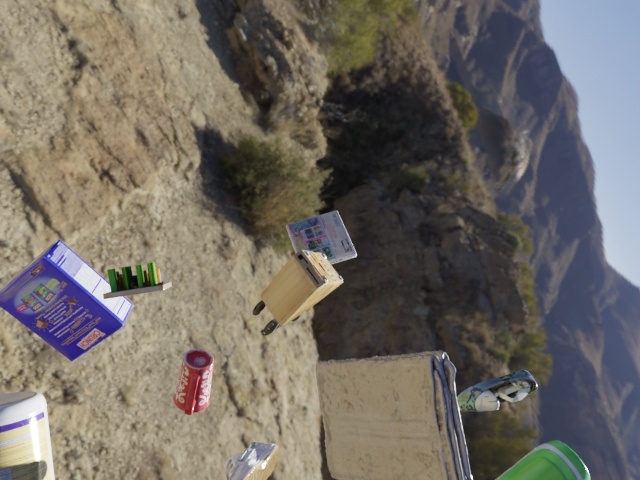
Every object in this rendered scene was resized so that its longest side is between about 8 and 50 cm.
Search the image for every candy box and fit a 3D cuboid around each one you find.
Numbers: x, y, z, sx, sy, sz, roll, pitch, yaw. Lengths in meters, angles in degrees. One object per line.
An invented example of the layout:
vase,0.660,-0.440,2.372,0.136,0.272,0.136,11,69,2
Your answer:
candy box,-0.795,0.194,1.906,0.317,0.268,0.122,48,24,-21

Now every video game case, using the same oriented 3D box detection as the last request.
video game case,0.000,0.000,1.570,0.019,0.143,0.157,82,-11,-51

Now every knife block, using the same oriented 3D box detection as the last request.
knife block,-0.076,0.130,1.362,0.088,0.242,0.276,53,8,10

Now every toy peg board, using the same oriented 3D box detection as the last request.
toy peg board,-0.511,0.107,1.707,0.160,0.161,0.079,177,-95,-84

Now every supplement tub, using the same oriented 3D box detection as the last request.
supplement tub,-0.720,0.523,1.350,0.241,0.241,0.331,-1,83,-72

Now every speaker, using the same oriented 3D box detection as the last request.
speaker,0.416,0.549,1.277,0.131,0.296,0.131,53,-16,22

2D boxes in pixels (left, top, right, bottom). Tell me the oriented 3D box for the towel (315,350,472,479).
towel,0.093,0.257,0.876,0.049,0.282,0.187,-2,80,-37

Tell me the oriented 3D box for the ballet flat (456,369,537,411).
ballet flat,0.388,0.335,1.334,0.070,0.188,0.070,159,-90,-80

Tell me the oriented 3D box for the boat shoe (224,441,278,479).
boat shoe,-0.190,0.563,1.475,0.277,0.096,0.098,-7,109,-75

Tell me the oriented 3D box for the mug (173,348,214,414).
mug,-0.373,0.433,1.851,0.113,0.169,0.150,-3,33,-32
